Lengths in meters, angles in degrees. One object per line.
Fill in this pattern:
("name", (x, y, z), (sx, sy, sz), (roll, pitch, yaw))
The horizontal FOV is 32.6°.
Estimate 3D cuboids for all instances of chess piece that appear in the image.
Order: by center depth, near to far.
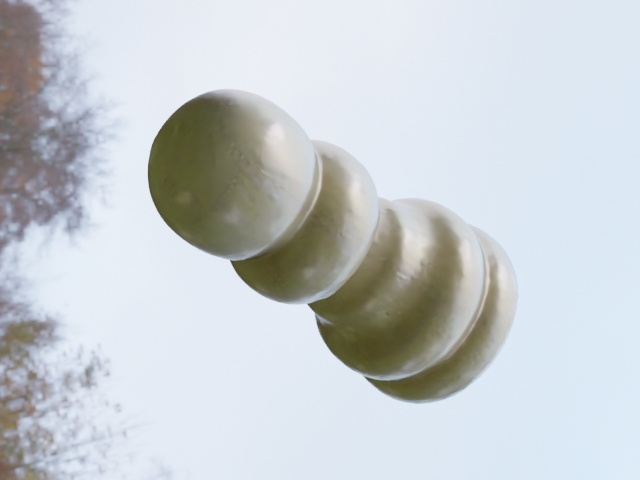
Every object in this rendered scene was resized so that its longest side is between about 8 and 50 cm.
("chess piece", (0.000, 0.000, 0.823), (0.167, 0.300, 0.167), (-28, -134, 33))
